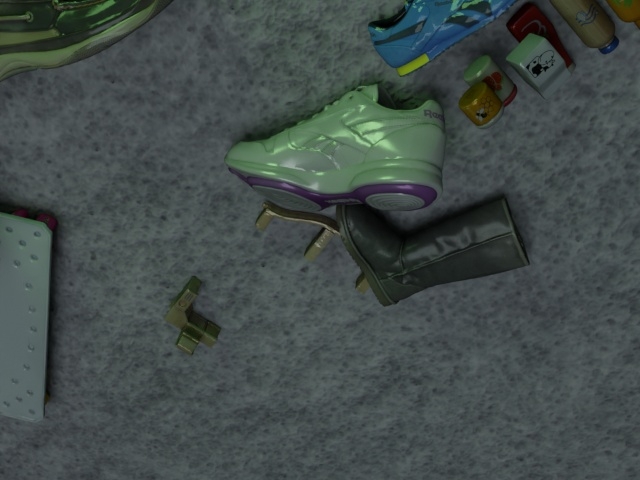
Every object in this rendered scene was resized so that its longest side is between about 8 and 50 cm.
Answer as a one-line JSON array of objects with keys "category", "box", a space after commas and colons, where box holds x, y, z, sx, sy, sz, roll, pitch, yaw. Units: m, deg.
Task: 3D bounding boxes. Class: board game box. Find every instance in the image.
[{"category": "board game box", "box": [-0.595, 0.081, 1.526, 0.390, 0.050, 0.390, 14, 124, 2]}]

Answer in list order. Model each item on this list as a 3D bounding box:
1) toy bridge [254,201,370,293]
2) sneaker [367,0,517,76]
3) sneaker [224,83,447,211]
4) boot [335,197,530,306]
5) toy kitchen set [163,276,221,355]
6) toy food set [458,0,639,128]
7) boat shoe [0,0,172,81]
[{"category": "toy bridge", "box": [0.000, 0.000, 1.374, 0.188, 0.026, 0.063, 33, 121, -11]}, {"category": "sneaker", "box": [0.147, -0.271, 1.141, 0.209, 0.069, 0.082, -30, 110, 27]}, {"category": "sneaker", "box": [0.022, -0.115, 1.258, 0.305, 0.152, 0.114, 4, 164, 29]}, {"category": "boot", "box": [0.146, -0.009, 1.313, 0.208, 0.076, 0.189, -19, 123, 26]}, {"category": "toy kitchen set", "box": [-0.177, 0.116, 1.459, 0.083, 0.068, 0.075, 33, 123, -12]}, {"category": "toy food set", "box": [0.262, -0.203, 1.131, 0.232, 0.111, 0.104, -46, 113, 4]}, {"category": "boat shoe", "box": [-0.332, -0.277, 1.190, 0.355, 0.132, 0.130, -15, 118, 19]}]
